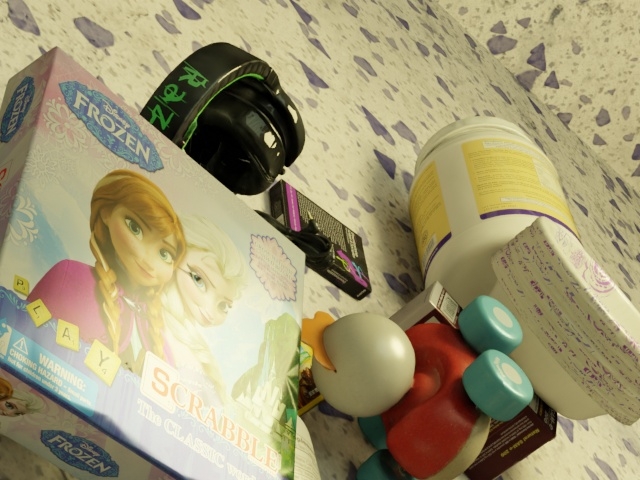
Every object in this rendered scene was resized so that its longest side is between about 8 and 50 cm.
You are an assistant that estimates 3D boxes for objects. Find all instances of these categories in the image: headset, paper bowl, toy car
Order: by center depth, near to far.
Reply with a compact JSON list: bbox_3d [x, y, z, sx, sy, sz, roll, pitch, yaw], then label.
[{"bbox_3d":[-0.092,-0.053,1.405,0.185,0.243,0.394,29,-7,15],"label":"headset"},{"bbox_3d":[0.071,0.138,1.440,0.238,0.219,0.210,36,26,-17],"label":"toy car"},{"bbox_3d":[0.325,0.118,1.699,0.284,0.148,0.284,44,16,-17],"label":"paper bowl"}]

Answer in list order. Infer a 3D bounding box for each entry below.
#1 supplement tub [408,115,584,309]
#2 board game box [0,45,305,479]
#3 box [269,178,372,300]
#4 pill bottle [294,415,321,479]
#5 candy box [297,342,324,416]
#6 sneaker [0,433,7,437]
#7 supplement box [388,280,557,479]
[{"bbox_3d":[0.261,-0.018,1.983,0.241,0.241,0.331,38,26,-27],"label":"supplement tub"},{"bbox_3d":[-0.140,0.053,1.041,0.319,0.066,0.318,40,35,-34],"label":"board game box"},{"bbox_3d":[0.000,0.000,1.755,0.162,0.029,0.116,34,28,-29],"label":"box"},{"bbox_3d":[-0.066,0.217,1.172,0.131,0.131,0.229,31,29,-37],"label":"pill bottle"},{"bbox_3d":[-0.053,0.151,1.431,0.105,0.027,0.206,51,23,8],"label":"candy box"},{"bbox_3d":[-0.245,-0.005,1.163,0.135,0.150,0.366,29,31,-43],"label":"sneaker"},{"bbox_3d":[0.176,0.184,1.661,0.239,0.130,0.073,48,23,-7],"label":"supplement box"}]
